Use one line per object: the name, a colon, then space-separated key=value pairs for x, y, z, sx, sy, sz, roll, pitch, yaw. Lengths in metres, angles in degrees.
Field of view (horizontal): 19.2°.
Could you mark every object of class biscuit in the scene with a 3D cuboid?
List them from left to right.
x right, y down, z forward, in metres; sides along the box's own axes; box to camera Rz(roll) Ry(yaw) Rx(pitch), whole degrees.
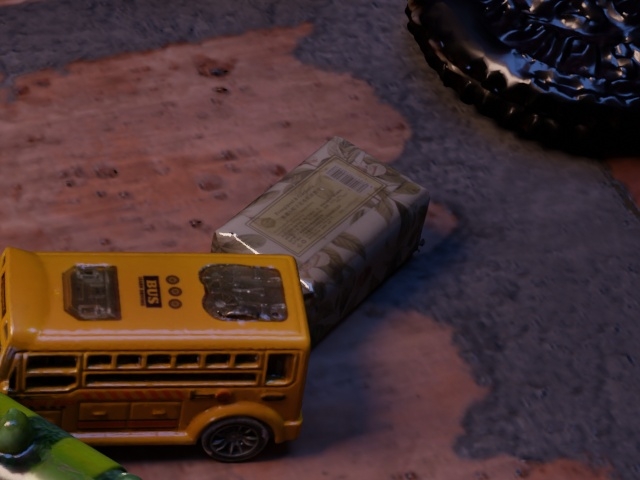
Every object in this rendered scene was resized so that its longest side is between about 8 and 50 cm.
biscuit: x=0.137 y=-0.117 z=1.002 sx=0.194 sy=0.053 sz=0.195 roll=6 pitch=43 yaw=-6

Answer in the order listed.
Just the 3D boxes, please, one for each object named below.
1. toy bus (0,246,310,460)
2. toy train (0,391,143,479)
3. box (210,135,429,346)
toy bus: x=-0.088 y=0.044 z=0.772 sx=0.162 sy=0.074 sz=0.070 roll=1 pitch=45 yaw=-12
toy train: x=-0.117 y=0.099 z=0.667 sx=0.200 sy=0.132 sz=0.083 roll=25 pitch=46 yaw=19
box: x=0.000 y=0.000 z=0.856 sx=0.062 sy=0.045 sz=0.098 roll=33 pitch=49 yaw=22
